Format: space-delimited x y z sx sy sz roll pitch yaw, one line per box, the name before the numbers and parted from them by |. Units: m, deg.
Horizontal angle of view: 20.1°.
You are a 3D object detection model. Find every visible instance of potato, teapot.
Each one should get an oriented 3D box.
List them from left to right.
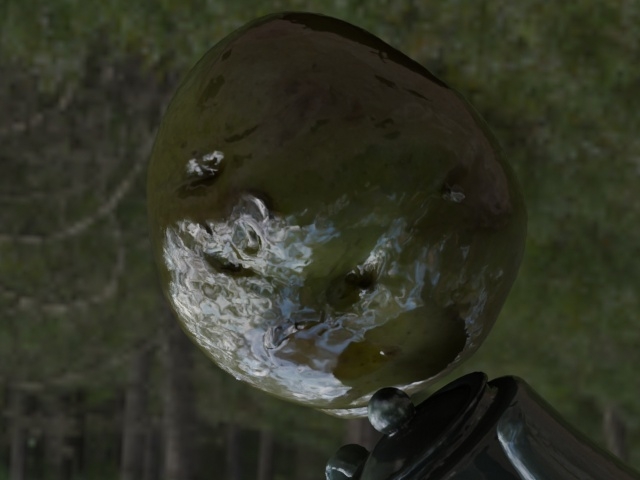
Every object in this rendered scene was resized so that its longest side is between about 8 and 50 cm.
potato | 0.001 0.004 1.065 0.218 0.202 0.351 21 164 3
teapot | 0.074 0.139 0.972 0.162 0.149 0.239 -46 -173 -23
